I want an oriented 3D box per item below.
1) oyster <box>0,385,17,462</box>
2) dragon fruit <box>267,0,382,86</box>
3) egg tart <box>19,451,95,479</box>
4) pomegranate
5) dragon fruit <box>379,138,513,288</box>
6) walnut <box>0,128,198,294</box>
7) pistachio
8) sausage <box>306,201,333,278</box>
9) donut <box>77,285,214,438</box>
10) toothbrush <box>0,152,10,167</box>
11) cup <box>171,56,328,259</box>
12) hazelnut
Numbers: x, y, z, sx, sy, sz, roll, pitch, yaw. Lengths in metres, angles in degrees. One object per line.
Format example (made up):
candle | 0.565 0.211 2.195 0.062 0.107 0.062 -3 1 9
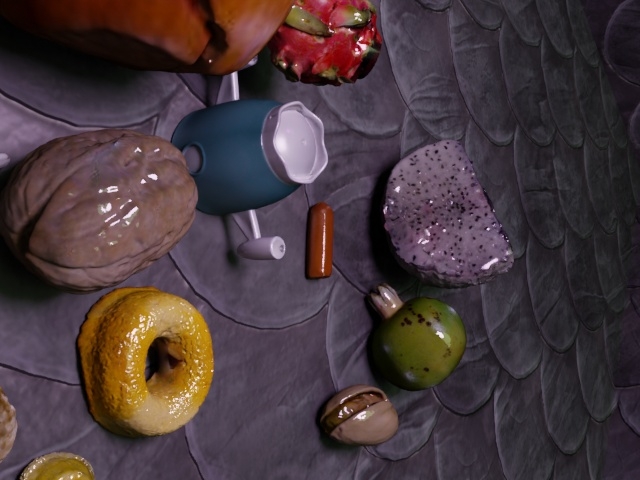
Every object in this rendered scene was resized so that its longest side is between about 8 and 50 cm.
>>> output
oyster | -0.401 0.123 0.582 0.294 0.094 0.166 13 84 -44
dragon fruit | -0.011 -0.294 0.917 0.172 0.166 0.160 18 67 -26
egg tart | -0.284 0.282 0.744 0.105 0.039 0.105 14 73 -51
pomegranate | 0.164 0.169 1.245 0.210 0.180 0.180 48 44 0
dragon fruit | 0.228 -0.022 1.324 0.221 0.204 0.283 57 13 -70
walnut | -0.234 -0.042 0.745 0.230 0.178 0.178 -34 112 -42
pistachio | 0.066 0.296 1.144 0.149 0.113 0.113 4 82 -36
sausage | 0.000 0.000 1.142 0.041 0.039 0.131 14 75 -48
donut | -0.204 0.148 0.834 0.174 0.074 0.190 16 74 -50
toothbrush | -0.421 -0.040 0.627 0.288 0.024 0.026 -32 96 -48
cup | -0.088 -0.122 0.940 0.167 0.173 0.300 -12 94 -53
hazelnut | -0.185 -0.348 0.721 0.372 0.372 0.315 43 16 -40
